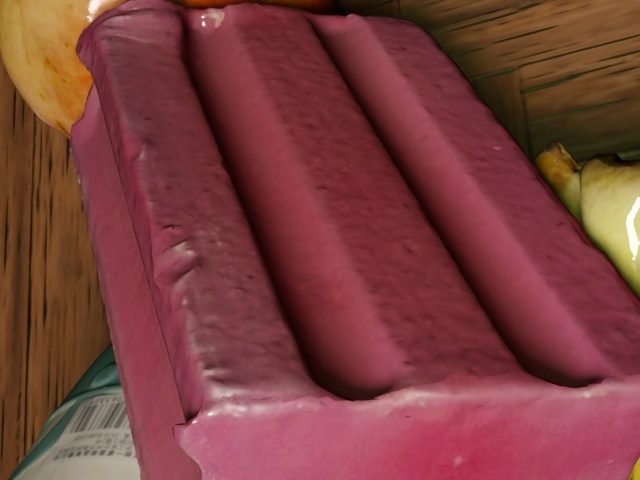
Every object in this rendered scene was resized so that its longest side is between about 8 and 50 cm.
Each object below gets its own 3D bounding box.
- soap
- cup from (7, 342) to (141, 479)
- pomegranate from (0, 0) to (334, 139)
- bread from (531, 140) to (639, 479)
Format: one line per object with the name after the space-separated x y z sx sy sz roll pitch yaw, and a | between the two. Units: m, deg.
0.000 0.000 0.600 0.359 0.233 0.128 -115 33 -49 | soap
-0.044 0.188 0.632 0.290 0.219 0.257 18 43 6 | cup
-0.121 -0.192 0.789 0.252 0.270 0.229 -40 52 0 | pomegranate
0.184 0.073 0.628 0.174 0.133 0.251 -165 77 -64 | bread
